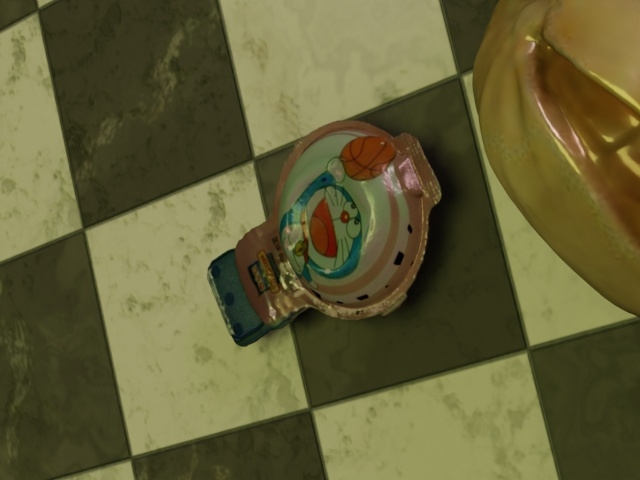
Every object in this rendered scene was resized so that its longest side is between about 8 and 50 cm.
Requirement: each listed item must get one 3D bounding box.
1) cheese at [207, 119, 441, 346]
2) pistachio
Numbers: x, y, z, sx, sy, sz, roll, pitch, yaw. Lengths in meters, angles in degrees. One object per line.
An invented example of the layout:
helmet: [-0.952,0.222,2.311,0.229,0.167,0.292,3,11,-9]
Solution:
cheese: [0.000,0.000,1.470,0.286,0.074,0.189,-34,69,35]
pistachio: [0.242,-0.087,1.191,0.309,0.230,0.230,49,120,7]
